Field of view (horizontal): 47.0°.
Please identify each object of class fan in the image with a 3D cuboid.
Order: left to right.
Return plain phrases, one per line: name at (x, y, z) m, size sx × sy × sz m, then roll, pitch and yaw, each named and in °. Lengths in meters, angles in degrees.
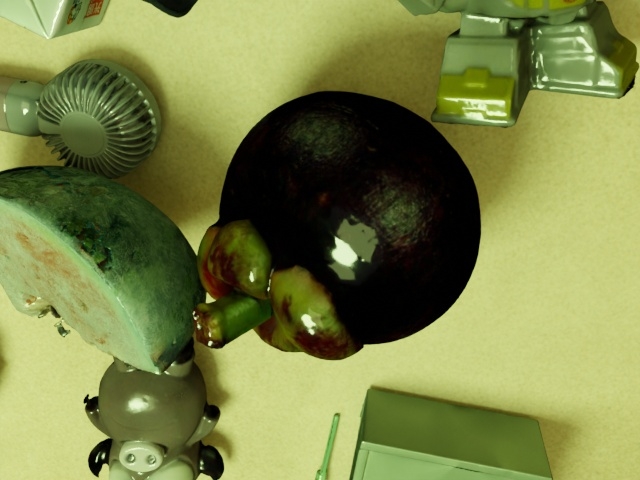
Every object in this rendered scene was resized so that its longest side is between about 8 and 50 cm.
fan at (-0.301, -0.144, 0.822) m, size 0.245 × 0.074 × 0.130 m, roll 13°, pitch 125°, yaw 7°

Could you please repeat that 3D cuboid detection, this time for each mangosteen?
mangosteen at (0.000, 0.000, 0.713) m, size 0.302 × 0.275 × 0.275 m, roll -40°, pitch 108°, yaw -22°

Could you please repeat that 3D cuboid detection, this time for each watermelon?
watermelon at (-0.243, -0.014, 0.776) m, size 0.322 × 0.175 × 0.188 m, roll 16°, pitch 133°, yaw 31°

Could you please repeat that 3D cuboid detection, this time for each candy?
candy at (0.003, 0.322, 0.999) m, size 0.058 × 0.062 × 0.193 m, roll 28°, pitch 111°, yaw 43°

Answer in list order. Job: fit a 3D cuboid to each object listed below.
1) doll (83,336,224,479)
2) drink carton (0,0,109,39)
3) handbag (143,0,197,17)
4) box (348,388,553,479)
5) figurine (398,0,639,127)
doll at (-0.210, 0.232, 0.943) m, size 0.182 × 0.117 × 0.257 m, roll 7°, pitch 111°, yaw -2°
drink carton at (-0.219, -0.353, 0.688) m, size 0.107 × 0.130 × 0.314 m, roll 29°, pitch 113°, yaw -3°
handbag at (-0.104, -0.355, 0.563) m, size 0.118 × 0.269 × 0.325 m, roll 36°, pitch 98°, yaw 17°
box at (0.146, 0.329, 0.942) m, size 0.225 × 0.117 × 0.224 m, roll 10°, pitch 114°, yaw 3°
figurine at (0.184, -0.260, 0.638) m, size 0.343 × 0.167 × 0.284 m, roll -27°, pitch 128°, yaw -29°
